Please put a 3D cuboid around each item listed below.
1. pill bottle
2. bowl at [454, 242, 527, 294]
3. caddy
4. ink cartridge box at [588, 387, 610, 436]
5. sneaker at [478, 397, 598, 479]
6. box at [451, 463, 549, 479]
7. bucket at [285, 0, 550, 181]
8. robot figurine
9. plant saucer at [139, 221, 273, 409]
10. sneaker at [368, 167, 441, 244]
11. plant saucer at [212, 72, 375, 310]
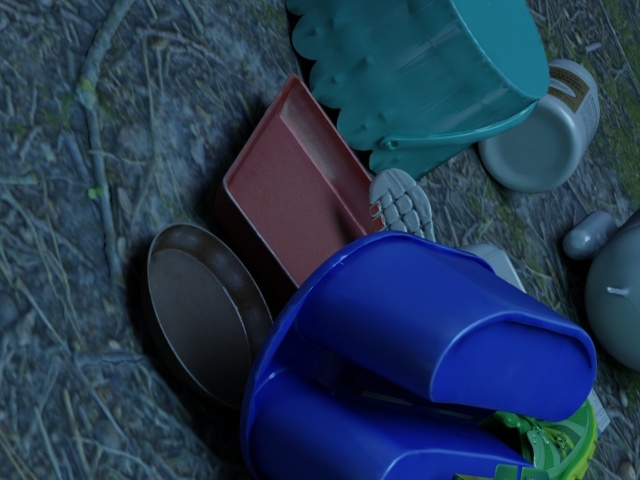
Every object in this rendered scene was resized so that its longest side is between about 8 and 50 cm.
[{"bbox_3d":[0.289,-0.156,2.167,0.131,0.131,0.229,58,27,-9],"label":"pill bottle"},{"bbox_3d":[0.189,0.067,1.870,0.142,0.053,0.142,64,25,2],"label":"bowl"},{"bbox_3d":[0.074,0.125,1.408,0.179,0.241,0.341,31,8,34],"label":"caddy"},{"bbox_3d":[0.270,0.174,1.913,0.122,0.052,0.088,61,27,0],"label":"ink cartridge box"},{"bbox_3d":[0.204,0.203,1.704,0.123,0.109,0.295,58,27,-17],"label":"sneaker"},{"bbox_3d":[0.117,0.257,1.366,0.043,0.179,0.105,32,8,34],"label":"box"},{"bbox_3d":[0.114,-0.219,1.855,0.281,0.183,0.281,42,33,-35],"label":"bucket"},{"bbox_3d":[0.460,0.057,2.195,0.300,0.199,0.353,28,23,14],"label":"robot figurine"},{"bbox_3d":[-0.095,0.066,1.390,0.168,0.029,0.168,42,34,-36],"label":"plant saucer"},{"bbox_3d":[0.092,0.004,1.668,0.065,0.061,0.158,72,-7,-87],"label":"sneaker"},{"bbox_3d":[0.000,0.000,1.601,0.259,0.048,0.258,53,28,-16],"label":"plant saucer"}]
